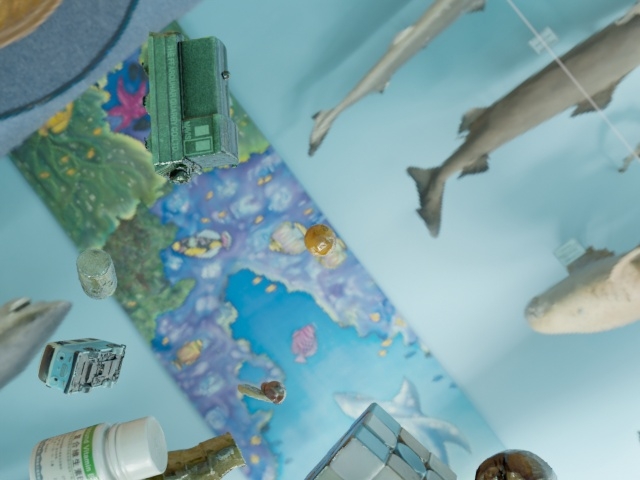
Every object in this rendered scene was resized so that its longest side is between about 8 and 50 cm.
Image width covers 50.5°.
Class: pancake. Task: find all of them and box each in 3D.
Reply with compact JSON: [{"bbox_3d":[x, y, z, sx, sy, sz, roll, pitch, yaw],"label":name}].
[{"bbox_3d":[-0.214,0.517,2.296,0.151,0.152,0.025,105,3,-84],"label":"pancake"}]

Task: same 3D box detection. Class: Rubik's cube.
[{"bbox_3d":[0.144,0.724,1.905,0.347,0.346,0.344,-50,170,12],"label":"Rubik's cube"}]

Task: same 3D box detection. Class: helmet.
[{"bbox_3d":[-0.135,0.447,2.040,0.049,0.084,0.065,-51,176,32],"label":"helmet"}]

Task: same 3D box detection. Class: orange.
[{"bbox_3d":[0.000,-0.001,1.655,0.084,0.083,0.083,-37,176,-3],"label":"orange"}]

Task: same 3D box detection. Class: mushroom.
[{"bbox_3d":[0.456,0.571,1.542,0.138,0.194,0.231,-33,179,-30],"label":"mushroom"}]

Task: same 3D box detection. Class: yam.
[{"bbox_3d":[-0.644,0.094,1.951,0.107,0.107,0.194,-36,169,-23],"label":"yam"}]

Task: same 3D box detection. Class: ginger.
[{"bbox_3d":[-0.306,0.543,1.602,0.263,0.109,0.116,-16,-157,-21],"label":"ginger"}]

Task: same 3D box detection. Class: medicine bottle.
[{"bbox_3d":[-0.433,0.433,1.338,0.237,0.139,0.139,-15,177,2],"label":"medicine bottle"}]

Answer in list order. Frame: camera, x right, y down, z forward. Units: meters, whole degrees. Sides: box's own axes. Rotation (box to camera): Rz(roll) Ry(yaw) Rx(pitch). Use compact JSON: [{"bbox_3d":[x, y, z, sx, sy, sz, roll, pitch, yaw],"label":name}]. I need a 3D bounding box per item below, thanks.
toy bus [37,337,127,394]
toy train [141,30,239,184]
[{"bbox_3d":[-0.705,0.358,1.984,0.271,0.165,0.133,22,83,-77],"label":"toy bus"},{"bbox_3d":[-0.265,-0.279,1.406,0.178,0.330,0.138,-6,172,11],"label":"toy train"}]
